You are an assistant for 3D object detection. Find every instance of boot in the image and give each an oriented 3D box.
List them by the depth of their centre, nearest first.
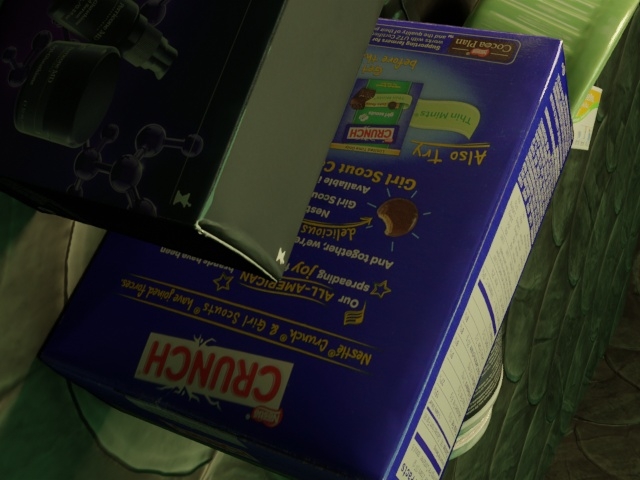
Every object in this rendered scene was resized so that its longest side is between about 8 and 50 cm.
[{"bbox_3d":[0.083,-0.250,0.942,0.121,0.045,0.099,-59,149,-15],"label":"boot"}]

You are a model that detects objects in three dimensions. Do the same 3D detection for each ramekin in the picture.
[{"bbox_3d":[0.241,-0.198,1.087,0.303,0.148,0.303,-57,169,-17],"label":"ramekin"}]

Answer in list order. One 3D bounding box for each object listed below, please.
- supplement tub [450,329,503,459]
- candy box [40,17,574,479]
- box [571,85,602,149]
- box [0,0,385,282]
[{"bbox_3d":[0.099,0.099,1.003,0.191,0.191,0.272,-55,148,-36],"label":"supplement tub"},{"bbox_3d":[0.000,0.000,0.652,0.317,0.268,0.122,-63,149,-21],"label":"candy box"},{"bbox_3d":[0.357,-0.203,1.454,0.203,0.114,0.103,-7,110,-62],"label":"box"},{"bbox_3d":[-0.072,-0.131,0.528,0.103,0.184,0.261,41,66,-63],"label":"box"}]
